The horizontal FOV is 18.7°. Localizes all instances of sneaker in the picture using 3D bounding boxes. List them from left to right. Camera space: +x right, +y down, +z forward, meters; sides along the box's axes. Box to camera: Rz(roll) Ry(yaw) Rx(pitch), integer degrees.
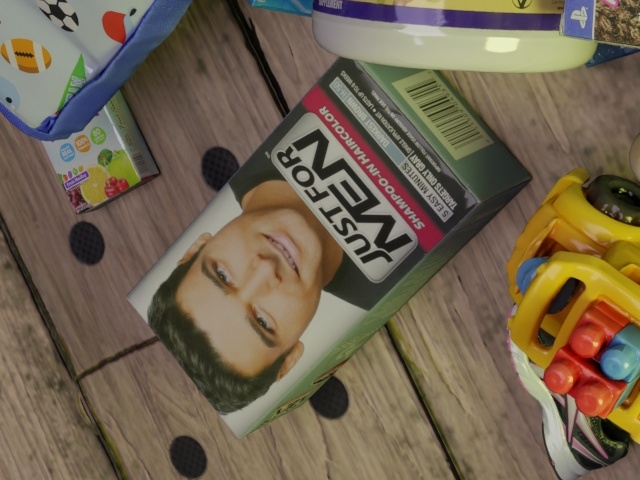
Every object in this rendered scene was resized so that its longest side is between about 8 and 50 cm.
[{"bbox_3d":[0.230,0.125,1.752,0.077,0.072,0.178,-17,103,25],"label":"sneaker"}]

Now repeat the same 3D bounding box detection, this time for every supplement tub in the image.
[{"bbox_3d":[0.119,-0.312,1.579,0.241,0.241,0.331,9,103,30],"label":"supplement tub"}]

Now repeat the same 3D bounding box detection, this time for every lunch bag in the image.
[{"bbox_3d":[-0.253,-0.323,1.796,0.328,0.239,0.385,-41,72,49],"label":"lunch bag"}]

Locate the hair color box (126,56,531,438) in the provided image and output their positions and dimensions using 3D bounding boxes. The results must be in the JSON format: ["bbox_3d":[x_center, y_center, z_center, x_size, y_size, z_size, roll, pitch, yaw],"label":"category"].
[{"bbox_3d":[0.000,0.000,1.826,0.185,0.113,0.374,50,124,11],"label":"hair color box"}]

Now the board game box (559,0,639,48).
[{"bbox_3d":[0.341,-0.257,1.431,0.291,0.141,0.232,12,115,25],"label":"board game box"}]

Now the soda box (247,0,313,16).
[{"bbox_3d":[-0.055,-0.278,1.747,0.210,0.067,0.071,55,132,51],"label":"soda box"}]

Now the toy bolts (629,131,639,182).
[{"bbox_3d":[0.334,-0.065,1.554,0.228,0.218,0.158,44,124,33],"label":"toy bolts"}]

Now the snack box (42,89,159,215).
[{"bbox_3d":[-0.238,-0.109,1.992,0.100,0.037,0.141,-25,89,34],"label":"snack box"}]

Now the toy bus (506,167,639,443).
[{"bbox_3d":[0.227,0.062,1.578,0.220,0.211,0.149,38,122,21],"label":"toy bus"}]

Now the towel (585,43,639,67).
[{"bbox_3d":[0.267,-0.194,1.654,0.119,0.029,0.067,-16,94,35],"label":"towel"}]
